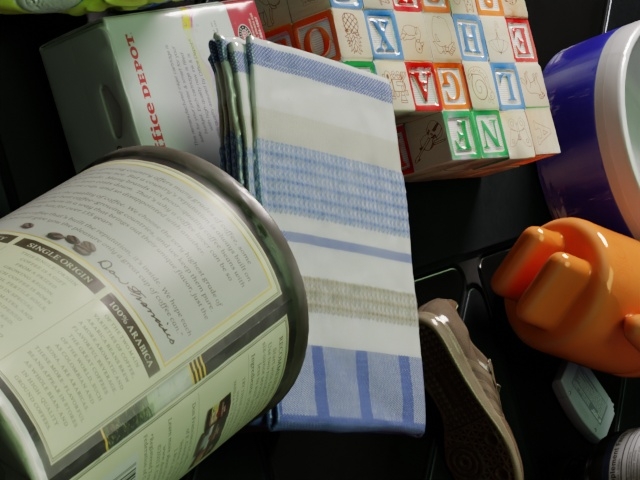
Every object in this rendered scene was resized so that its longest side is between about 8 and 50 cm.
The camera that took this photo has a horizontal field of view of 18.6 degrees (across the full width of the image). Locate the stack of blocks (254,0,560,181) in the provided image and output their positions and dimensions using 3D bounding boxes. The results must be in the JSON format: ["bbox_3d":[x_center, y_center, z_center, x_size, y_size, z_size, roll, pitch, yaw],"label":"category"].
[{"bbox_3d":[0.075,-0.140,1.664,0.297,0.087,0.171,-5,81,-52],"label":"stack of blocks"}]

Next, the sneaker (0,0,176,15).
[{"bbox_3d":[-0.177,-0.191,1.380,0.240,0.126,0.091,-1,83,-21],"label":"sneaker"}]

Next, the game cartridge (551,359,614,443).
[{"bbox_3d":[0.245,0.147,1.831,0.083,0.017,0.056,54,38,-23],"label":"game cartridge"}]

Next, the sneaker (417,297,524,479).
[{"bbox_3d":[0.133,0.135,1.652,0.071,0.066,0.188,-37,107,-52],"label":"sneaker"}]

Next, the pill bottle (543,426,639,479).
[{"bbox_3d":[0.309,0.220,1.715,0.123,0.219,0.122,22,60,-45],"label":"pill bottle"}]

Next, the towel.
[{"bbox_3d":[0.000,0.000,1.411,0.209,0.034,0.285,8,72,-53],"label":"towel"}]

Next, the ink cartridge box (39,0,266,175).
[{"bbox_3d":[-0.108,-0.102,1.431,0.175,0.072,0.127,-17,90,-53],"label":"ink cartridge box"}]

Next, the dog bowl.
[{"bbox_3d":[0.324,-0.082,1.943,0.265,0.104,0.264,23,60,-46],"label":"dog bowl"}]

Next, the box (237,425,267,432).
[{"bbox_3d":[-0.055,0.060,1.424,0.156,0.093,0.158,1,77,-51],"label":"box"}]

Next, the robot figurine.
[{"bbox_3d":[0.255,0.056,1.778,0.219,0.158,0.128,19,73,-41],"label":"robot figurine"}]

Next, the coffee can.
[{"bbox_3d":[-0.162,0.081,1.189,0.275,0.201,0.201,-36,105,-51],"label":"coffee can"}]
